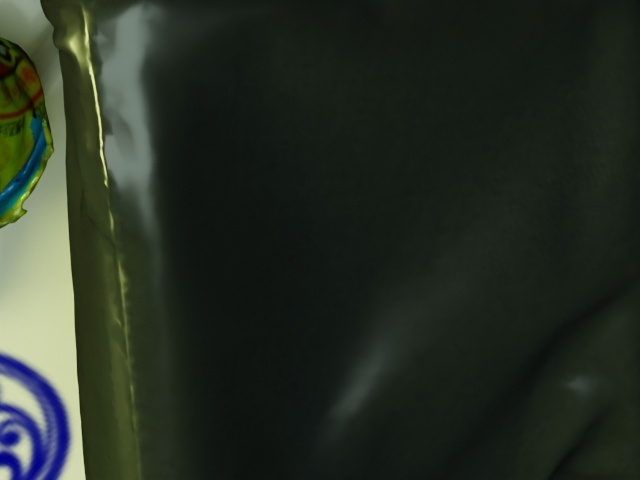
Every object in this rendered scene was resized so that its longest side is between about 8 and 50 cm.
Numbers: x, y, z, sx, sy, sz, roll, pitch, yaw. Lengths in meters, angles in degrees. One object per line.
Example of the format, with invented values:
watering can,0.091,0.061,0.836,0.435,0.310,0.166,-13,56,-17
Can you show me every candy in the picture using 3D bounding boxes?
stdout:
candy,-0.179,0.033,0.602,0.077,0.073,0.262,9,119,-41

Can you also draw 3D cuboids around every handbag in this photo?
handbag,-0.001,-0.001,0.565,0.275,0.178,0.302,-15,118,-24
